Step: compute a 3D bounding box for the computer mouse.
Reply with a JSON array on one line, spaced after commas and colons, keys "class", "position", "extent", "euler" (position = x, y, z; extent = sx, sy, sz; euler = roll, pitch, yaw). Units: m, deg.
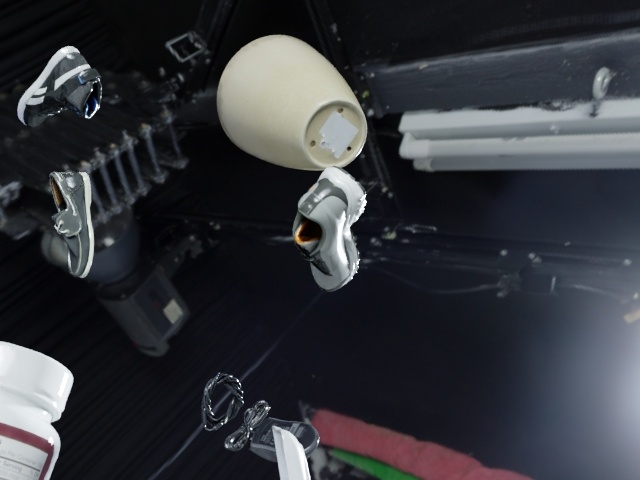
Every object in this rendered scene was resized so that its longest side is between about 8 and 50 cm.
[{"class": "computer mouse", "position": [-0.117, 0.560, 1.724], "extent": [0.272, 0.188, 0.072], "euler": [5, -56, 33]}]

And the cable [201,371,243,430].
[{"class": "cable", "position": [-0.303, 0.494, 1.900], "extent": [0.047, 0.150, 0.184], "euler": [18, -66, 46]}]

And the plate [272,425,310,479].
[{"class": "plate", "position": [-0.044, 0.502, 1.193], "extent": [0.278, 0.045, 0.277], "euler": [115, -35, -73]}]

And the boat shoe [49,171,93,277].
[{"class": "boat shoe", "position": [-0.533, -0.034, 1.302], "extent": [0.084, 0.079, 0.233], "euler": [-17, -102, 43]}]

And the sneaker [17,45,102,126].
[{"class": "sneaker", "position": [-0.529, -0.278, 1.252], "extent": [0.121, 0.079, 0.217], "euler": [49, -59, -1]}]

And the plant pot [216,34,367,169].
[{"class": "plant pot", "position": [-0.032, -0.239, 1.162], "extent": [0.274, 0.256, 0.256], "euler": [43, -24, 53]}]

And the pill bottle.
[{"class": "pill bottle", "position": [-0.512, 0.354, 0.861], "extent": [0.224, 0.392, 0.224], "euler": [6, -35, 4]}]

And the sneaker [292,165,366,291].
[{"class": "sneaker", "position": [0.000, 0.000, 0.987], "extent": [0.100, 0.108, 0.271], "euler": [38, -28, 25]}]
